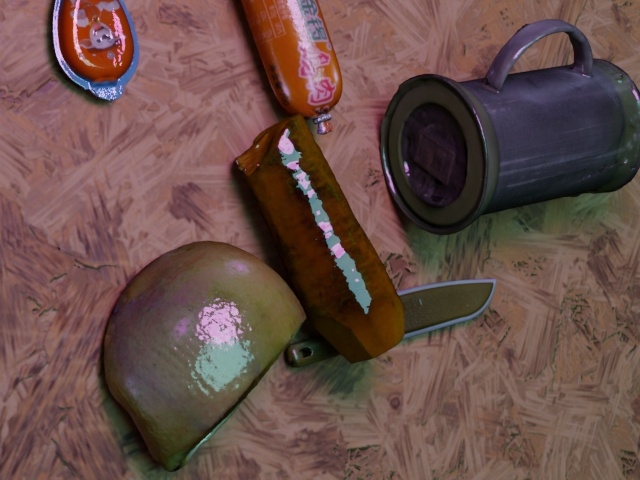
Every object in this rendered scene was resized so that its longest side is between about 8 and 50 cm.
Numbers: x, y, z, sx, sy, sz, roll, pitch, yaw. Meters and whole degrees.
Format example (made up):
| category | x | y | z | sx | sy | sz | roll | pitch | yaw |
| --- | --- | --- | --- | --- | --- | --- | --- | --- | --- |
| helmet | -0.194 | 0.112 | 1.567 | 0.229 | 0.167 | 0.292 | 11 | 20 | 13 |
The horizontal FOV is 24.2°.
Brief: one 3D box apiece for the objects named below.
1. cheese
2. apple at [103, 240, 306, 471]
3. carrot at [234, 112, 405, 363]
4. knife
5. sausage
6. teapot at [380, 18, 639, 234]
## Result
| category | x | y | z | sx | sy | sz | roll | pitch | yaw |
| --- | --- | --- | --- | --- | --- | --- | --- | --- | --- |
| cheese | -0.266 | -0.285 | 1.704 | 0.106 | 0.037 | 0.256 | -10 | 89 | -35 |
| apple | -0.134 | 0.103 | 1.693 | 0.193 | 0.120 | 0.265 | 47 | 58 | -6 |
| carrot | 0.000 | 0.000 | 1.781 | 0.114 | 0.114 | 0.302 | -28 | 92 | -33 |
| knife | 0.098 | 0.096 | 1.894 | 0.343 | 0.027 | 0.061 | -13 | 86 | -34 |
| sausage | -0.045 | -0.277 | 1.815 | 0.093 | 0.093 | 0.312 | -22 | 95 | -33 |
| teapot | 0.271 | -0.157 | 1.924 | 0.337 | 0.200 | 0.270 | -12 | 126 | -36 |
